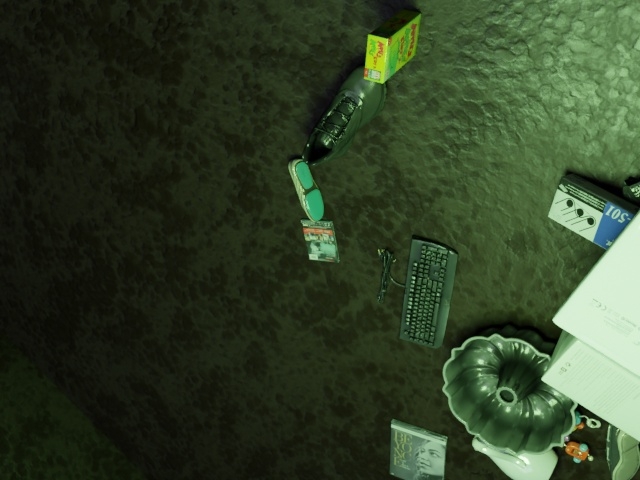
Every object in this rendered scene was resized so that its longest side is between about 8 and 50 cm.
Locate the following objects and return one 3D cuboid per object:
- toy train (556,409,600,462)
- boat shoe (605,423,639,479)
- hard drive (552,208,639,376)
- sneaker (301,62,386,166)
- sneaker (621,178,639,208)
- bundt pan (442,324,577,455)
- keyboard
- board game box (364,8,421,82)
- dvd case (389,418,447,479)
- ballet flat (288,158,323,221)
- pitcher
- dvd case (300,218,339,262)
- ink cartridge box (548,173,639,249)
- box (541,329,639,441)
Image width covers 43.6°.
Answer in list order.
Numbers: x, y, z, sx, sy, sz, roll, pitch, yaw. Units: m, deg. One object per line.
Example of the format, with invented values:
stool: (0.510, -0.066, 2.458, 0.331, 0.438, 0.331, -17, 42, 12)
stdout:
toy train: (0.630, 0.472, 1.979, 0.125, 0.046, 0.166, 19, 130, 17)
boat shoe: (0.731, 0.513, 1.949, 0.065, 0.075, 0.206, -126, 21, -53)
hard drive: (0.607, 0.098, 1.487, 0.210, 0.040, 0.318, 33, 131, 9)
sneaker: (0.049, -0.267, 1.784, 0.109, 0.130, 0.286, 37, 130, 7)
sneaker: (0.628, -0.085, 1.614, 0.170, 0.051, 0.089, -20, 98, 43)
bundt pan: (0.469, 0.344, 1.922, 0.331, 0.124, 0.330, 16, 120, 29)
keyboard: (0.228, 0.126, 2.000, 0.202, 0.033, 0.317, 17, 126, 21)
board game box: (0.146, -0.393, 1.608, 0.043, 0.181, 0.092, 18, 127, 20)
dvd case: (0.279, 0.621, 2.300, 0.165, 0.018, 0.221, 14, 125, 23)
ballet flat: (-0.036, -0.128, 1.986, 0.052, 0.057, 0.168, 16, 128, 56)
pitcher: (0.486, 0.542, 2.025, 0.207, 0.178, 0.125, 26, 100, 17)
dvd case: (0.000, 0.000, 2.064, 0.087, 0.013, 0.119, 4, 120, 28)
ink cartridge box: (0.568, -0.047, 1.618, 0.207, 0.046, 0.097, 37, 131, 38)
box: (0.684, 0.276, 1.692, 0.345, 0.215, 0.168, 32, 140, 9)
